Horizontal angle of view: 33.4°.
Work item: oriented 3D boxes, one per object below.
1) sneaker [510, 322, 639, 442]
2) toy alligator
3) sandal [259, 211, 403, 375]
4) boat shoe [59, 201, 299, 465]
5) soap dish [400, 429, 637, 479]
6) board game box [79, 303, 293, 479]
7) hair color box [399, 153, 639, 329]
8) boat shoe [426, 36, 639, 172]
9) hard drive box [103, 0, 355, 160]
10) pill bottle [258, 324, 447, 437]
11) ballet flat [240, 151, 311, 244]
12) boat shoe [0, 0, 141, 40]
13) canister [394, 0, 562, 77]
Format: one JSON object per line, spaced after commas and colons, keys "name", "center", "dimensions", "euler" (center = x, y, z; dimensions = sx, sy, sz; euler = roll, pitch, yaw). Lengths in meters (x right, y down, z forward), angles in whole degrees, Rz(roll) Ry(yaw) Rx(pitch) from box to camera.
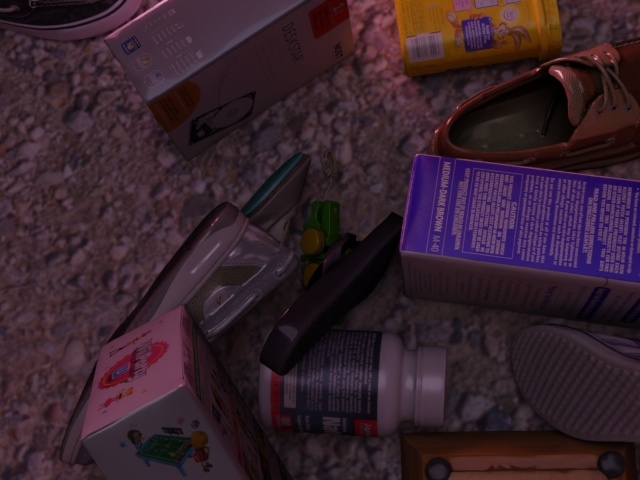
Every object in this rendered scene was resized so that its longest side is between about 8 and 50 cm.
{"name": "sneaker", "center": [0.321, 0.133, 1.011], "dimensions": [0.161, 0.282, 0.102], "euler": [-9, 103, -33]}
{"name": "toy alligator", "center": [0.000, 0.000, 1.138], "dimensions": [0.051, 0.056, 0.190], "euler": [-18, 70, 44]}
{"name": "sandal", "center": [0.013, 0.034, 1.039], "dimensions": [0.054, 0.097, 0.254], "euler": [34, 38, 14]}
{"name": "boat shoe", "center": [-0.152, 0.111, 1.070], "dimensions": [0.103, 0.118, 0.320], "euler": [35, 100, -11]}
{"name": "soap dish", "center": [0.191, 0.322, 0.997], "dimensions": [0.229, 0.118, 0.291], "euler": [-2, 74, 6]}
{"name": "board game box", "center": [-0.084, 0.230, 0.936], "dimensions": [0.097, 0.224, 0.303], "euler": [-28, 104, 0]}
{"name": "hair color box", "center": [0.252, 0.011, 1.034], "dimensions": [0.339, 0.185, 0.110], "euler": [9, 76, 8]}
{"name": "boat shoe", "center": [0.266, -0.135, 1.103], "dimensions": [0.324, 0.120, 0.122], "euler": [-24, 75, 0]}
{"name": "hard drive box", "center": [-0.088, -0.207, 1.131], "dimensions": [0.232, 0.181, 0.089], "euler": [-34, 75, -2]}
{"name": "pill bottle", "center": [0.034, 0.142, 1.066], "dimensions": [0.180, 0.108, 0.108], "euler": [2, 76, 8]}
{"name": "ballet flat", "center": [-0.076, -0.003, 1.146], "dimensions": [0.213, 0.072, 0.068], "euler": [-43, 103, -4]}
{"name": "boat shoe", "center": [-0.358, -0.305, 1.226], "dimensions": [0.301, 0.102, 0.108], "euler": [8, 77, 9]}
{"name": "canister", "center": [0.168, -0.250, 1.169], "dimensions": [0.170, 0.073, 0.126], "euler": [-8, 75, 6]}
